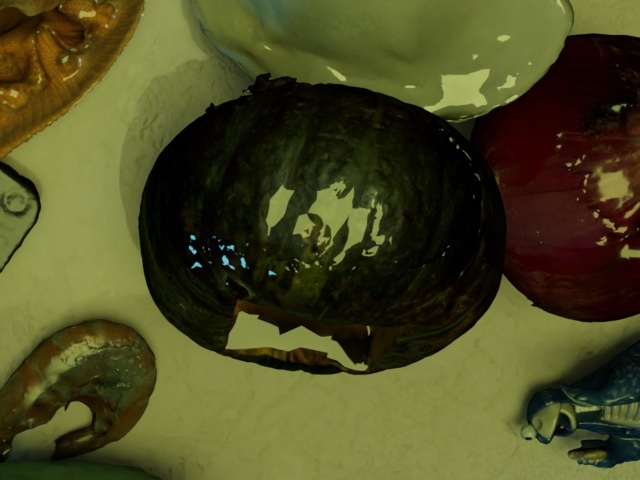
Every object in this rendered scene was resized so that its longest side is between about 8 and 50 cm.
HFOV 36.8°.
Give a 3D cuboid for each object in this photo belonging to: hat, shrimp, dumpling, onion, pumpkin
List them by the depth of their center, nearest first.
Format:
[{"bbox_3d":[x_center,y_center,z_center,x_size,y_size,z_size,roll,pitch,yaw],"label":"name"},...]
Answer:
[{"bbox_3d":[-0.312,-0.211,0.776,0.233,0.233,0.244,46,113,10],"label":"hat"},{"bbox_3d":[0.000,0.000,0.812,0.320,0.320,0.192,12,64,-17],"label":"pumpkin"},{"bbox_3d":[0.028,-0.234,0.837,0.341,0.181,0.260,41,99,-18],"label":"dumpling"},{"bbox_3d":[0.259,-0.058,0.905,0.276,0.276,0.276,-3,103,-15],"label":"onion"},{"bbox_3d":[-0.238,0.158,0.916,0.187,0.051,0.132,-37,110,0],"label":"shrimp"}]

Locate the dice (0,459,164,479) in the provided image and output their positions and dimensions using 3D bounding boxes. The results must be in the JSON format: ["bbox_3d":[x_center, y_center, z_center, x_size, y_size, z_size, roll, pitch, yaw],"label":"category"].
[{"bbox_3d":[-0.238,0.398,0.808,0.318,0.330,0.322,7,107,-21],"label":"dice"}]

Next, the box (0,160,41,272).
[{"bbox_3d":[-0.424,0.045,0.839,0.211,0.058,0.350,35,91,-19],"label":"box"}]

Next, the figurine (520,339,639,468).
[{"bbox_3d":[0.347,0.168,1.053,0.262,0.120,0.164,-4,139,-7],"label":"figurine"}]
